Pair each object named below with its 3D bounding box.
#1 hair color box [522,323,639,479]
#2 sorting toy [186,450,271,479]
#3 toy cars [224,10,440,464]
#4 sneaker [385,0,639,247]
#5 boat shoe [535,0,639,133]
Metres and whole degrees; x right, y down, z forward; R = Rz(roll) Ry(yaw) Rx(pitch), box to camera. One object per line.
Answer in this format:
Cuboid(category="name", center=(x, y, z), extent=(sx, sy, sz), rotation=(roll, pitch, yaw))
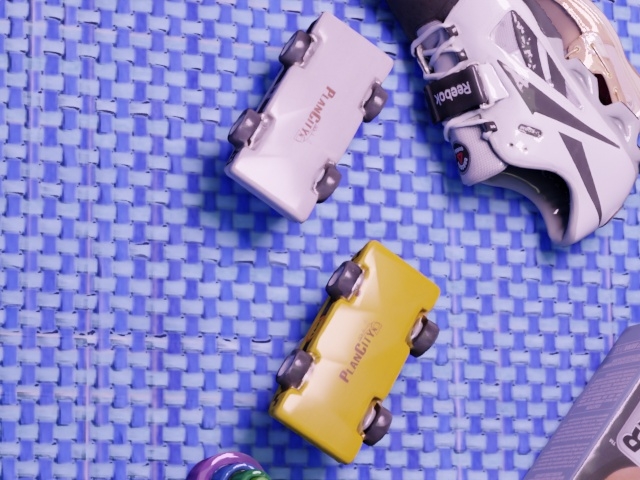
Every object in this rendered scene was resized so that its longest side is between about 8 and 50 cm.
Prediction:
Cuboid(category="hair color box", center=(0.260, 0.268, 1.622), extent=(0.185, 0.113, 0.374), rotation=(40, 71, -9))
Cuboid(category="sorting toy", center=(-0.046, 0.349, 1.486), extent=(0.127, 0.126, 0.366), rotation=(-2, 80, -22))
Cuboid(category="toy cars", center=(0.000, 0.000, 1.605), extent=(0.176, 0.087, 0.394), rotation=(-5, 77, -28))
Cuboid(category="sneaker", center=(0.151, -0.131, 1.668), extent=(0.330, 0.122, 0.146), rotation=(43, 65, -8))
Cuboid(category="boat shoe", center=(0.250, -0.165, 1.747), extent=(0.059, 0.063, 0.170), rotation=(-40, 95, -30))
